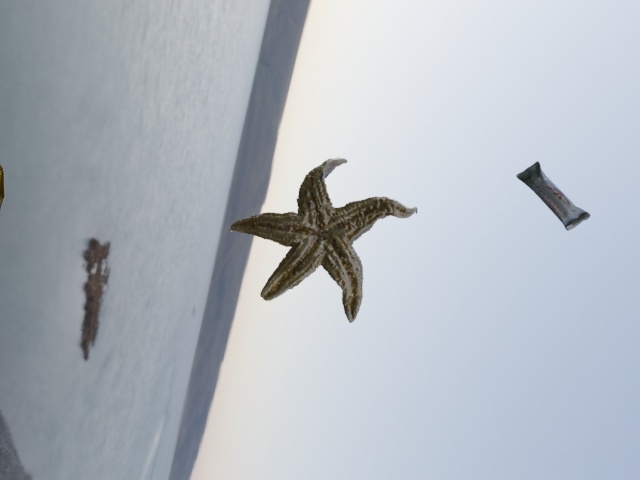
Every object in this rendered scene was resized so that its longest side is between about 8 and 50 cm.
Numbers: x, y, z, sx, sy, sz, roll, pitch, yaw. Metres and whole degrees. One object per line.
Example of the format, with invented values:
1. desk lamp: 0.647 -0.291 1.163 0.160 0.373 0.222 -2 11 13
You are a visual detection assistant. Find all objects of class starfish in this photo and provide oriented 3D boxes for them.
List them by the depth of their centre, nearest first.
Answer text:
1. starfish: 0.000 0.000 0.821 0.062 0.277 0.235 31 55 -81

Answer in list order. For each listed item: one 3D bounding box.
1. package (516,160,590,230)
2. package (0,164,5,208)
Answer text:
1. package: 0.312 -0.059 0.783 0.037 0.110 0.015 -42 -167 30
2. package: -0.331 -0.058 0.543 0.071 0.131 0.047 -37 -176 46
